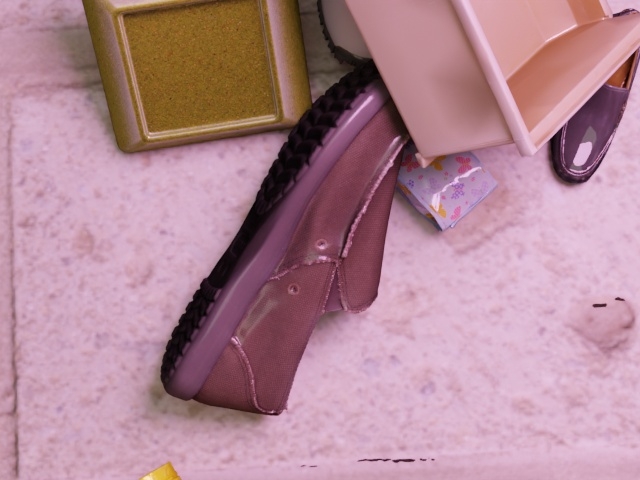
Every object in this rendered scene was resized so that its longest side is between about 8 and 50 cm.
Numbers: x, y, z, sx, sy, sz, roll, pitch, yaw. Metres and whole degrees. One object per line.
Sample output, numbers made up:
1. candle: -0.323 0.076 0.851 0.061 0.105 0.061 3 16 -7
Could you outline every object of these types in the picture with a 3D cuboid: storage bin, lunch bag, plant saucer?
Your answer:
1. storage bin: 0.138 -0.236 0.947 0.260 0.123 0.262 -42 111 -36
2. lunch bag: 0.111 -0.056 1.070 0.071 0.053 0.083 -43 73 -5
3. plant saucer: -0.107 -0.162 1.033 0.189 0.045 0.188 -9 123 -1

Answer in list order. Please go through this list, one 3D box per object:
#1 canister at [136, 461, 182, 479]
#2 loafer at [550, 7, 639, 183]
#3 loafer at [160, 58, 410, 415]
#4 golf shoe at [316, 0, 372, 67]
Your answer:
1. canister: -0.147 0.299 1.015 0.126 0.073 0.169 -29 85 -3
2. loafer: 0.256 -0.136 1.075 0.062 0.061 0.170 16 83 1
3. loafer: 0.000 0.000 1.033 0.130 0.134 0.365 32 97 -16
4. golf shoe: 0.061 -0.294 1.070 0.105 0.120 0.272 13 84 1
